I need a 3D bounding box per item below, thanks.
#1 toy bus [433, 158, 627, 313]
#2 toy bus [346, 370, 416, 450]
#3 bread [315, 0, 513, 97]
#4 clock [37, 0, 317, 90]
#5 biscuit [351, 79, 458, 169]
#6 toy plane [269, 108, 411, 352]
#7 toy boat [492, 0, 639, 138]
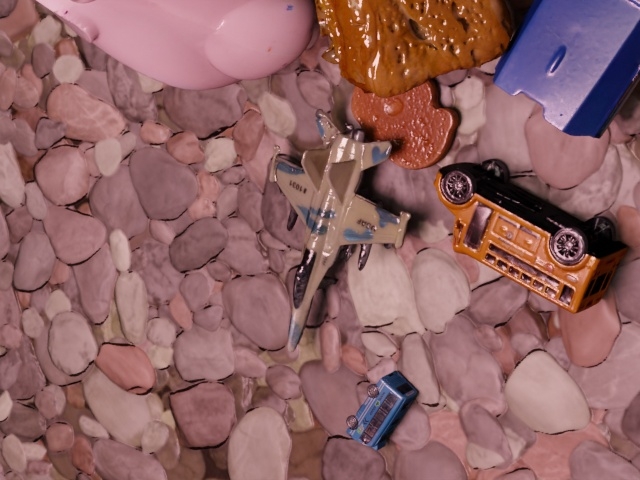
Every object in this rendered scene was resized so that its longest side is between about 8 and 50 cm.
[{"bbox_3d":[0.198,-0.007,1.811,0.194,0.083,0.088,30,114,25],"label":"toy bus"},{"bbox_3d":[0.065,0.182,1.958,0.046,0.038,0.083,40,118,18],"label":"toy bus"},{"bbox_3d":[0.053,-0.329,1.716,0.185,0.109,0.380,-17,106,-5],"label":"bread"},{"bbox_3d":[-0.157,-0.328,1.808,0.250,0.376,0.368,-49,63,26],"label":"clock"},{"bbox_3d":[0.085,-0.134,1.901,0.130,0.019,0.102,49,121,16],"label":"biscuit"},{"bbox_3d":[0.007,-0.002,1.944,0.192,0.088,0.262,29,123,32],"label":"toy plane"},{"bbox_3d":[0.288,-0.245,1.718,0.129,0.088,0.295,38,106,23],"label":"toy boat"}]
